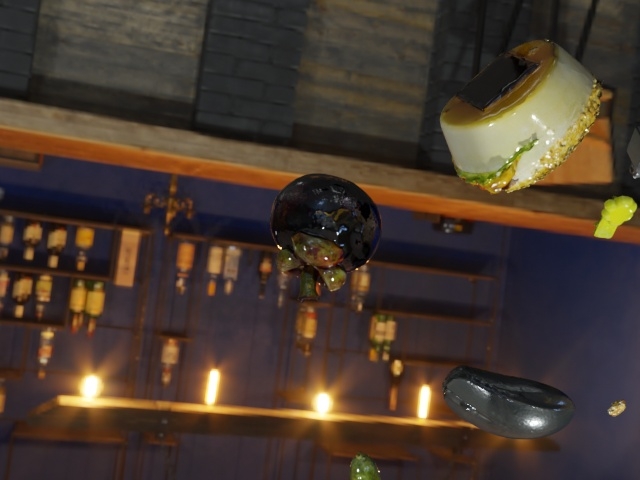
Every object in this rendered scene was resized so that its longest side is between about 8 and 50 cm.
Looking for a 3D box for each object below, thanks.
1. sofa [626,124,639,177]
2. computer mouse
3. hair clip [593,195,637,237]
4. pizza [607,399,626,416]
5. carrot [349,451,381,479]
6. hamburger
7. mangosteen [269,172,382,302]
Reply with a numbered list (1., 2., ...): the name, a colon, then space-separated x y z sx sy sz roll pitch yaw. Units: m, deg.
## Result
1. sofa: 0.576 -0.153 1.312 0.147 0.060 0.085 -6 144 1
2. computer mouse: 0.374 0.340 1.637 0.269 0.086 0.138 12 134 11
3. hair clip: 0.676 -0.057 1.881 0.072 0.046 0.173 6 158 0
4. pizza: 0.665 0.374 1.822 0.037 0.016 0.083 -9 146 -1
5. carrot: 0.087 0.485 1.352 0.074 0.359 0.074 -7 -149 4
6. hamburger: 0.353 -0.214 1.444 0.179 0.294 0.276 47 -177 -22
7. mangosteen: 0.000 0.000 1.501 0.211 0.250 0.211 17 159 7
